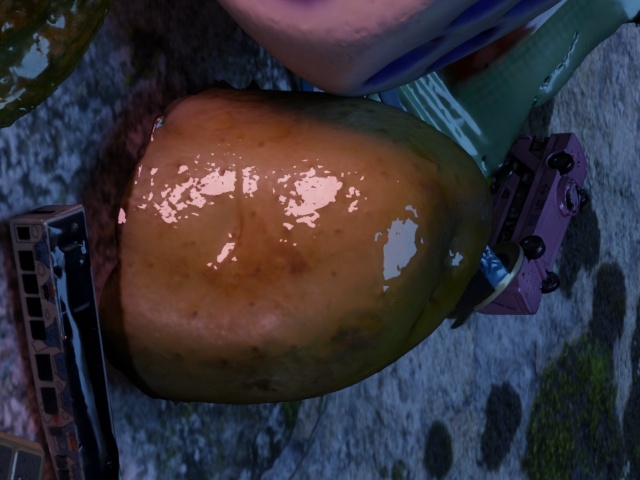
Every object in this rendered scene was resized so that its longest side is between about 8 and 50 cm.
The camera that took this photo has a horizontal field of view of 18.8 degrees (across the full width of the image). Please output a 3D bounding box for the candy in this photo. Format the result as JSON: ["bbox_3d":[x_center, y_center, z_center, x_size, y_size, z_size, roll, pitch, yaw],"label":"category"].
[{"bbox_3d":[0.147,-0.231,1.706,0.263,0.172,0.398,49,61,-18],"label":"candy"}]

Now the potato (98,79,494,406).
[{"bbox_3d":[0.000,0.000,1.348,0.285,0.243,0.242,-30,115,-59],"label":"potato"}]

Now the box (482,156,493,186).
[{"bbox_3d":[0.130,-0.103,1.780,0.121,0.030,0.193,62,38,-37],"label":"box"}]

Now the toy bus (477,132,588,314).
[{"bbox_3d":[0.192,-0.017,1.821,0.063,0.090,0.203,62,40,-38],"label":"toy bus"}]

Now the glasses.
[{"bbox_3d":[0.074,-0.055,1.526,0.088,0.190,0.220,-25,112,-21],"label":"glasses"}]

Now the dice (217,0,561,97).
[{"bbox_3d":[0.058,-0.292,1.328,0.304,0.277,0.304,58,24,6],"label":"dice"}]

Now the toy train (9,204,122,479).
[{"bbox_3d":[-0.162,0.082,1.250,0.043,0.047,0.207,-27,113,-56],"label":"toy train"}]

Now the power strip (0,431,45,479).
[{"bbox_3d":[-0.225,0.144,1.157,0.169,0.028,0.076,28,66,-56],"label":"power strip"}]

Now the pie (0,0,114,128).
[{"bbox_3d":[-0.203,-0.224,1.116,0.323,0.071,0.323,-23,119,-50],"label":"pie"}]
